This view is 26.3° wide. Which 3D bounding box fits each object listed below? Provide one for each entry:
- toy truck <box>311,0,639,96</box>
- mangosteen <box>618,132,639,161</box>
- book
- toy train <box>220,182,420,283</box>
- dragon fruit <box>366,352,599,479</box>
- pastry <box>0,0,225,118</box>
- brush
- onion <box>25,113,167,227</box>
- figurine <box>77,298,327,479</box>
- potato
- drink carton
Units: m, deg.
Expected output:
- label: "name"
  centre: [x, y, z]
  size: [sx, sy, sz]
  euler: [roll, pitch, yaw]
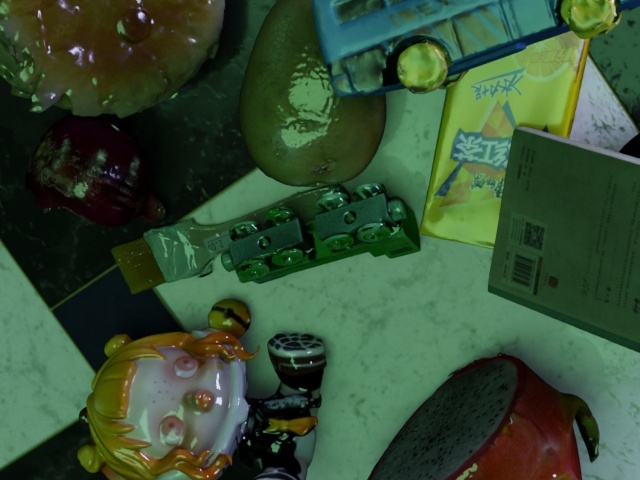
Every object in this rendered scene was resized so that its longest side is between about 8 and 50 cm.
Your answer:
- label: "toy truck"
  centre: [0.187, -0.265, 1.476]
  size: [0.385, 0.161, 0.162]
  euler: [-17, 92, 18]
- label: "mangosteen"
  centre: [0.451, -0.057, 1.550]
  size: [0.287, 0.233, 0.288]
  euler: [10, 103, 50]
- label: "book"
  centre: [0.314, 0.005, 1.522]
  size: [0.282, 0.025, 0.215]
  euler: [24, 114, 38]
- label: "toy train"
  centre: [0.000, 0.000, 1.732]
  size: [0.251, 0.119, 0.085]
  euler: [-16, 65, 20]
- label: "dragon fruit"
  centre: [0.216, 0.313, 1.684]
  size: [0.226, 0.305, 0.305]
  euler: [44, 110, -9]
- label: "pastry"
  centre: [-0.263, -0.295, 1.648]
  size: [0.329, 0.136, 0.330]
  euler: [-5, 101, -28]
- label: "brush"
  centre: [-0.117, -0.009, 1.803]
  size: [0.336, 0.020, 0.085]
  euler: [-19, 100, 17]
- label: "onion"
  centre: [-0.272, -0.089, 1.763]
  size: [0.198, 0.173, 0.135]
  euler: [18, 101, -38]
- label: "figurine"
  centre: [-0.164, 0.232, 1.788]
  size: [0.323, 0.196, 0.320]
  euler: [11, 64, 2]
- label: "potato"
  centre: [-0.010, -0.190, 1.661]
  size: [0.174, 0.159, 0.251]
  euler: [-1, 93, -21]
- label: "drink carton"
  centre: [0.227, -0.165, 1.633]
  size: [0.154, 0.111, 0.351]
  euler: [13, 107, 10]
